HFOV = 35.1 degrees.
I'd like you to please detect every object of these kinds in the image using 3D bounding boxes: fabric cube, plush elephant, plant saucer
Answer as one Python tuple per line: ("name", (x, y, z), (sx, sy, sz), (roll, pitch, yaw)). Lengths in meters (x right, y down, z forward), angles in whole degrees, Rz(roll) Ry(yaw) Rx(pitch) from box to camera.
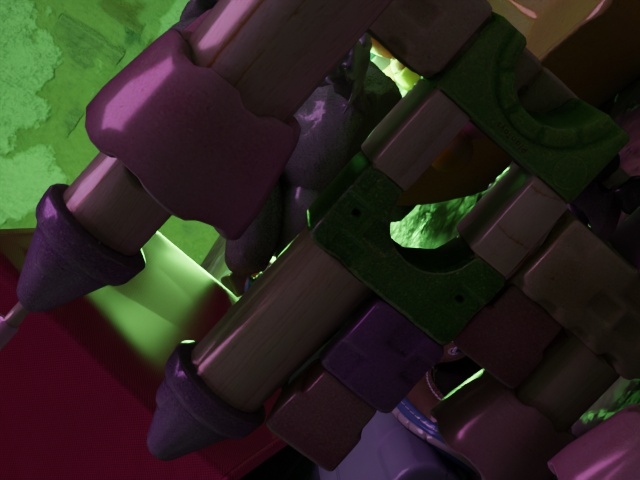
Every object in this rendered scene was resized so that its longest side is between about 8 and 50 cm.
("fabric cube", (-0.173, 0.158, 0.800), (0.259, 0.258, 0.254), (-54, -15, 16))
("plush elephant", (-0.065, -0.113, 0.974), (0.272, 0.255, 0.330), (-51, -28, -32))
("plant saucer", (0.206, -0.190, 0.864), (0.333, 0.081, 0.333), (-41, 17, 57))

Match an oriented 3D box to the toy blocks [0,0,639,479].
("toy blocks", (0.018, 0.017, 0.476), (0.260, 0.288, 0.309), (-48, 14, 11))

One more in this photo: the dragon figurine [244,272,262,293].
("dragon figurine", (-0.080, 0.116, 1.231), (0.289, 0.085, 0.144), (-55, 9, -4))

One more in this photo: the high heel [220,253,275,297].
("high heel", (-0.052, 0.042, 1.444), (0.117, 0.082, 0.244), (-29, 4, -23))

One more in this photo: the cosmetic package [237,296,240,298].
("cosmetic package", (-0.167, 0.185, 1.500), (0.239, 0.060, 0.099), (-46, 13, 44))

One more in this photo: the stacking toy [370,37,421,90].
("stacking toy", (0.152, -0.394, 1.642), (0.279, 0.130, 0.309), (-56, 10, 4))

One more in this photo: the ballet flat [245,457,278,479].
("ballet flat", (-0.015, 0.133, 0.935), (0.250, 0.058, 0.084), (-56, 9, 0))

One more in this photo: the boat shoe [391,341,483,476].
("boat shoe", (0.080, 0.082, 0.623), (0.066, 0.066, 0.183), (-54, 10, 6))

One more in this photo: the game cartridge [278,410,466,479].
("game cartridge", (-0.020, 0.230, 0.672), (0.294, 0.060, 0.196), (-55, 6, 6))
